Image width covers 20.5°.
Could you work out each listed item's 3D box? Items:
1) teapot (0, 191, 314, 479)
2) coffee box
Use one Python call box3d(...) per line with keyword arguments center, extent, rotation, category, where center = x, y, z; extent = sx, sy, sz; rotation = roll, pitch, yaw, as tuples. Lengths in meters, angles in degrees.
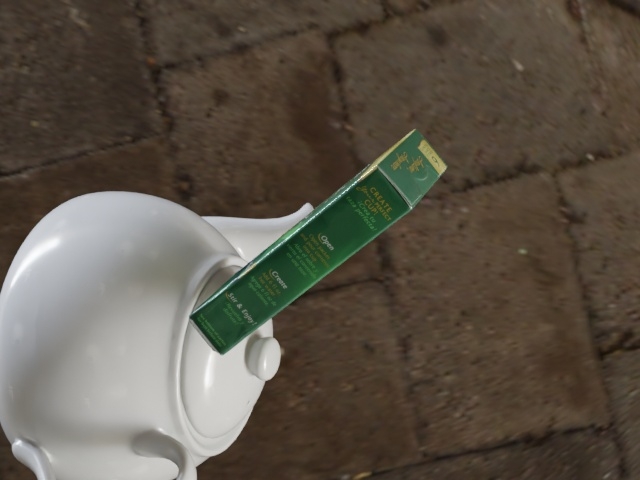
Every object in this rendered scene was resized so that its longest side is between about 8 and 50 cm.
box3d(center=(-0.122, 0.087, 1.364), extent=(0.187, 0.252, 0.256), rotation=(7, 91, 24), category="teapot")
box3d(center=(0.000, 0.000, 1.240), extent=(0.184, 0.113, 0.040), rotation=(-38, 92, 25), category="coffee box")
